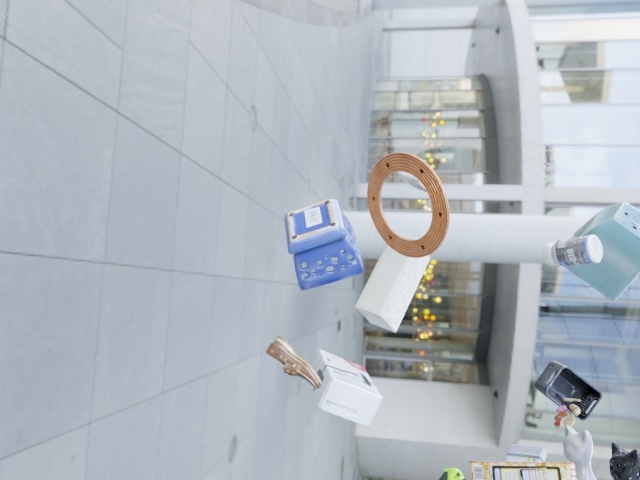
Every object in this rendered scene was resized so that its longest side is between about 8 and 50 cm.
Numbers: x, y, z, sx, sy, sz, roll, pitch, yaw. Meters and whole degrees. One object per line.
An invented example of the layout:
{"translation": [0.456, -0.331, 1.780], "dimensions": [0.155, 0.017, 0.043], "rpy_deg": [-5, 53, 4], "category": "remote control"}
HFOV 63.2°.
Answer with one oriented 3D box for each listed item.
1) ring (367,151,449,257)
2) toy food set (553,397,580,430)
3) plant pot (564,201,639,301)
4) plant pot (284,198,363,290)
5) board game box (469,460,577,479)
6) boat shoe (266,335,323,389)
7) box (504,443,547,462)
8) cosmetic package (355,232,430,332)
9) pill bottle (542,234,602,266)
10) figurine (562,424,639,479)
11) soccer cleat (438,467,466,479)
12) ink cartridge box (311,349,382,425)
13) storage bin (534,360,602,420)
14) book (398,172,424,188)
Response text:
{"translation": [0.271, -0.109, 1.619], "dimensions": [0.032, 0.336, 0.337], "rpy_deg": [-19, 119, -34], "category": "ring"}
{"translation": [0.758, 0.540, 1.604], "dimensions": [0.122, 0.078, 0.019], "rpy_deg": [-43, 106, -31], "category": "toy food set"}
{"translation": [1.068, 0.012, 1.880], "dimensions": [0.247, 0.248, 0.252], "rpy_deg": [-36, 158, -38], "category": "plant pot"}
{"translation": [0.000, 0.000, 1.812], "dimensions": [0.236, 0.235, 0.212], "rpy_deg": [-100, 170, -50], "category": "plant pot"}
{"translation": [0.389, 0.500, 0.988], "dimensions": [0.045, 0.193, 0.147], "rpy_deg": [36, 50, -48], "category": "board game box"}
{"translation": [-0.069, 0.331, 1.365], "dimensions": [0.060, 0.178, 0.064], "rpy_deg": [-43, 161, -20], "category": "boat shoe"}
{"translation": [0.782, 0.883, 2.018], "dimensions": [0.038, 0.145, 0.186], "rpy_deg": [52, 52, -15], "category": "box"}
{"translation": [0.259, 0.145, 1.828], "dimensions": [0.310, 0.113, 0.160], "rpy_deg": [-60, 140, -17], "category": "cosmetic package"}
{"translation": [0.700, 0.031, 1.449], "dimensions": [0.078, 0.137, 0.078], "rpy_deg": [8, 77, -36], "category": "pill bottle"}
{"translation": [0.585, 0.501, 1.064], "dimensions": [0.215, 0.092, 0.210], "rpy_deg": [166, -85, -74], "category": "figurine"}
{"translation": [0.299, 0.647, 1.292], "dimensions": [0.060, 0.072, 0.179], "rpy_deg": [50, 54, -9], "category": "soccer cleat"}
{"translation": [0.079, 0.512, 1.830], "dimensions": [0.114, 0.196, 0.273], "rpy_deg": [-65, -168, 5], "category": "ink cartridge box"}
{"translation": [0.855, 0.517, 1.797], "dimensions": [0.122, 0.180, 0.084], "rpy_deg": [-53, -175, -3], "category": "storage bin"}
{"translation": [0.358, -0.221, 1.939], "dimensions": [0.144, 0.096, 0.035], "rpy_deg": [26, 92, -57], "category": "book"}
